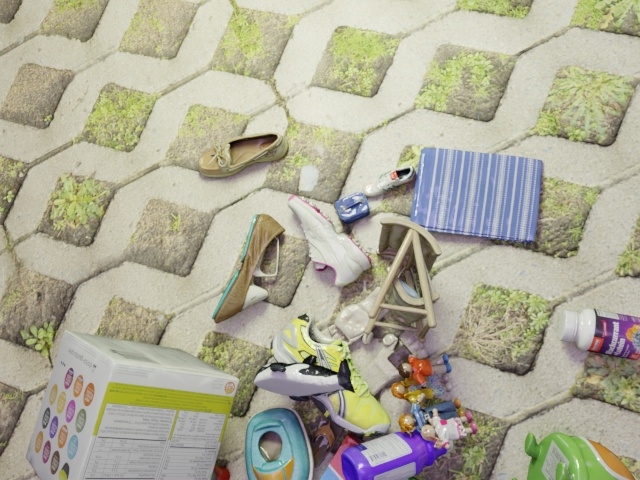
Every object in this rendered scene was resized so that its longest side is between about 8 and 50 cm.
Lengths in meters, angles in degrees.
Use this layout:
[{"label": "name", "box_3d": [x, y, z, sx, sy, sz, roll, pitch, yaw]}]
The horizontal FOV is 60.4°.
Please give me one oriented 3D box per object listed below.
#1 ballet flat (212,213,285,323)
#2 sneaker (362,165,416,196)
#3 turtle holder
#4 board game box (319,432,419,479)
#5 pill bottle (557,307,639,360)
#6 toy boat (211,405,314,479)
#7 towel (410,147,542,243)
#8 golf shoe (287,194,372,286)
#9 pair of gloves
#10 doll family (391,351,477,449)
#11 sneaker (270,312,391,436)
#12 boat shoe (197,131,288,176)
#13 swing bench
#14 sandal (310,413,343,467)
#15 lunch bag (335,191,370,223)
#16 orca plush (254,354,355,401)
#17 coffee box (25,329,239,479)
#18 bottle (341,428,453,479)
[{"label": "ballet flat", "box_3d": [-0.191, 0.093, 1.571, 0.124, 0.116, 0.343, 23, 81, -6]}, {"label": "sneaker", "box_3d": [0.192, -0.173, 1.548, 0.161, 0.075, 0.057, -20, 77, 6]}, {"label": "turtle holder", "box_3d": [0.594, 0.615, 1.259, 0.227, 0.243, 0.321, 11, 73, -5]}, {"label": "board game box", "box_3d": [0.141, 0.691, 1.418, 0.316, 0.064, 0.242, 31, 87, 14]}, {"label": "pill bottle", "box_3d": [0.701, 0.229, 1.369, 0.193, 0.108, 0.108, 9, 82, 12]}, {"label": "toy boat", "box_3d": [-0.174, 0.590, 1.440, 0.318, 0.148, 0.268, -20, 66, 10]}, {"label": "towel", "box_3d": [0.427, -0.126, 1.518, 0.335, 0.040, 0.243, 8, 80, 8]}, {"label": "golf shoe", "box_3d": [0.000, 0.000, 1.539, 0.306, 0.115, 0.140, 44, 94, 15]}, {"label": "pair of gloves", "box_3d": [0.150, 0.270, 1.499, 0.204, 0.042, 0.240, -35, 75, 3]}, {"label": "doll family", "box_3d": [0.268, 0.417, 1.390, 0.163, 0.118, 0.263, -7, 49, -12]}, {"label": "sneaker", "box_3d": [0.038, 0.351, 1.441, 0.384, 0.145, 0.147, 40, 106, 13]}, {"label": "boat shoe", "box_3d": [-0.241, -0.266, 1.637, 0.285, 0.089, 0.105, -17, 78, 8]}, {"label": "swing bench", "box_3d": [0.210, 0.105, 1.388, 0.165, 0.253, 0.255, 8, 72, 6]}, {"label": "sandal", "box_3d": [0.007, 0.532, 1.477, 0.072, 0.049, 0.180, 29, 87, 15]}, {"label": "lunch bag", "box_3d": [0.095, -0.093, 1.558, 0.098, 0.065, 0.067, -24, 77, 6]}, {"label": "orca plush", "box_3d": [-0.036, 0.313, 1.358, 0.287, 0.151, 0.102, -25, 31, 42]}, {"label": "coffee box", "box_3d": [-0.470, 0.444, 1.373, 0.337, 0.338, 0.335, 7, 80, 49]}, {"label": "bottle", "box_3d": [0.195, 0.532, 1.363, 0.282, 0.118, 0.092, -9, 102, -24]}]
